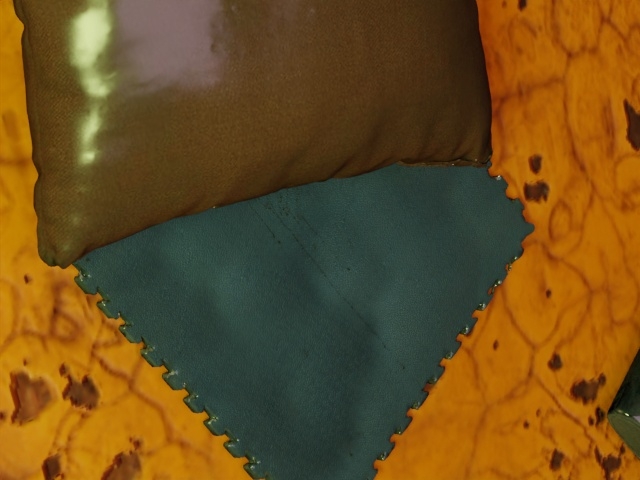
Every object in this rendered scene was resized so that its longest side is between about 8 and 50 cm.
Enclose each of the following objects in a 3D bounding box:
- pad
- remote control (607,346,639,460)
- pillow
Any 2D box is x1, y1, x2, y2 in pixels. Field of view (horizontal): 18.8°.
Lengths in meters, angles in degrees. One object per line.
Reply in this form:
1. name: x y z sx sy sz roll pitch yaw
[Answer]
1. pad: 0.000 0.000 1.134 0.269 0.012 0.269 -53 123 -26
2. remote control: 0.317 -0.003 1.391 0.107 0.044 0.377 48 63 -36
3. pillow: -0.039 -0.161 1.023 0.308 0.108 0.305 -15 101 -35
